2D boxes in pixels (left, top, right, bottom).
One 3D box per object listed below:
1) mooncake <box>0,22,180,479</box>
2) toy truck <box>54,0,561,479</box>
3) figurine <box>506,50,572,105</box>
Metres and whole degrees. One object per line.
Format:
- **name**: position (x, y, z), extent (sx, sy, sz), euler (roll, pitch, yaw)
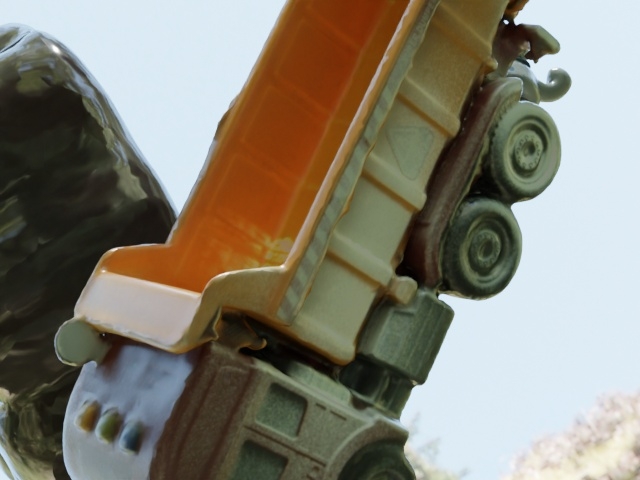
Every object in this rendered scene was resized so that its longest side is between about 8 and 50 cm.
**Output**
- **mooncake**: position (-0.171, 0.030, 0.762), extent (0.154, 0.306, 0.306), euler (-33, -44, -18)
- **toy truck**: position (0.000, 0.000, 0.501), extent (0.135, 0.114, 0.270), euler (32, -103, -33)
- **figurine**: position (0.111, -0.095, 0.794), extent (0.094, 0.086, 0.082), euler (46, -33, -22)
